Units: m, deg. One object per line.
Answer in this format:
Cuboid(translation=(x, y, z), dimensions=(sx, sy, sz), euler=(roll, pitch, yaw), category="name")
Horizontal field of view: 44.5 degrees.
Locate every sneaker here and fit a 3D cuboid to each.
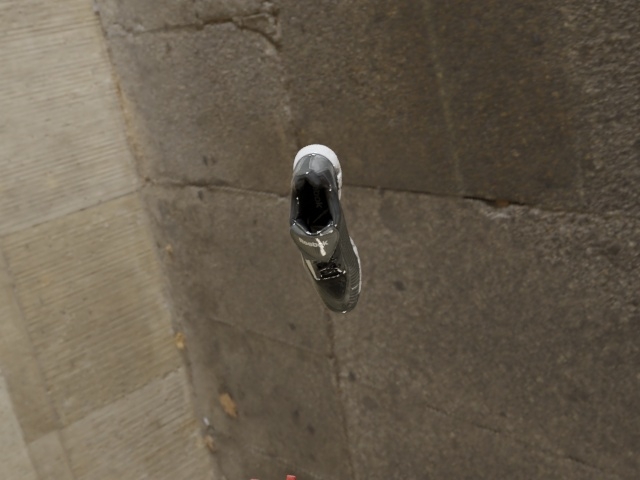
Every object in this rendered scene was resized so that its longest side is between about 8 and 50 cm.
Cuboid(translation=(0.000, 0.000, 1.018), dimensions=(0.078, 0.106, 0.235), euler=(-6, 110, 14), category="sneaker")

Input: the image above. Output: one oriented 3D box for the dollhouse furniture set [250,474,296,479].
Cuboid(translation=(0.039, 0.211, 0.458), dimensions=(0.129, 0.183, 0.129), euler=(3, 78, 21), category="dollhouse furniture set")
